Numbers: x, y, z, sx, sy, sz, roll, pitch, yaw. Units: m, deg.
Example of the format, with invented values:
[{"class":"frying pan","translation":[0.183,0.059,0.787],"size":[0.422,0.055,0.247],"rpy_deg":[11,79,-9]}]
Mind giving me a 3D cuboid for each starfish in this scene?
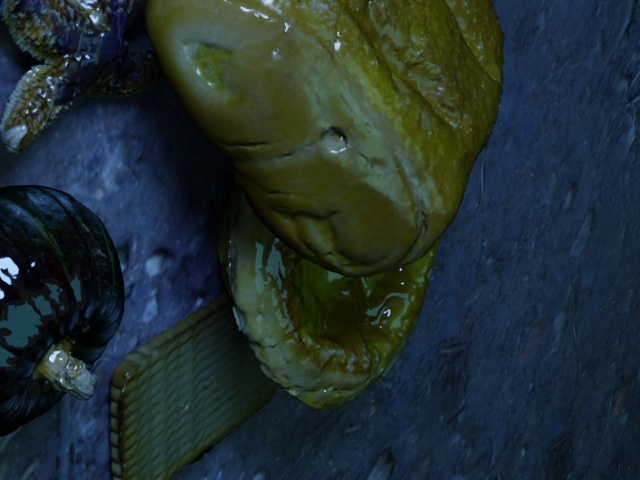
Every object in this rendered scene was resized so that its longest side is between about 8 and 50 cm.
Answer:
[{"class":"starfish","translation":[-0.176,-0.156,0.984],"size":[0.238,0.071,0.216],"rpy_deg":[-68,151,-26]}]

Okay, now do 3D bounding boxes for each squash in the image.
[{"class":"squash","translation":[-0.228,0.052,0.951],"size":[0.193,0.156,0.193],"rpy_deg":[-24,141,-21]}]

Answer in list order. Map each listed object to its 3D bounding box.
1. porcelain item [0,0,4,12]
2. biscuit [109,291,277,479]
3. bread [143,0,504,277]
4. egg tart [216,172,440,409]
[{"class":"porcelain item","translation":[-0.217,-0.211,0.742],"size":[0.186,0.138,0.288],"rpy_deg":[-59,174,-35]},{"class":"biscuit","translation":[-0.123,0.144,1.331],"size":[0.254,0.029,0.172],"rpy_deg":[-35,138,-47]},{"class":"bread","translation":[0.025,-0.174,1.080],"size":[0.328,0.148,0.337],"rpy_deg":[56,40,-32]},{"class":"egg tart","translation":[-0.001,0.000,1.302],"size":[0.341,0.132,0.341],"rpy_deg":[-21,116,-51]}]
